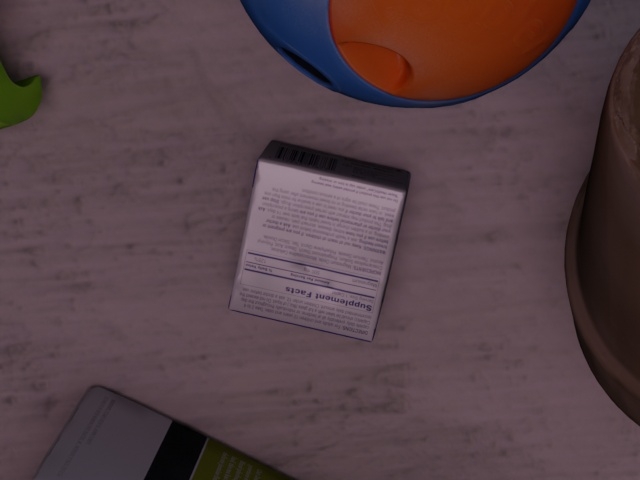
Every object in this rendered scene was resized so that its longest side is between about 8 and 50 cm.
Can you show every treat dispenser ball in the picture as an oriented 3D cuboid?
[{"bbox_3d":[0.069,-0.241,1.329,0.288,0.288,0.288,2,107,6],"label":"treat dispenser ball"}]

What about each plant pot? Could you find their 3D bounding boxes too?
[{"bbox_3d":[0.315,-0.032,1.293,0.323,0.280,0.323,-8,61,15],"label":"plant pot"}]

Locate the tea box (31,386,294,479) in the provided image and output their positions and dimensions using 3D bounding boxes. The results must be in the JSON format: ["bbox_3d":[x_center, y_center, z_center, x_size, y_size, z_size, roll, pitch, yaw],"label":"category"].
[{"bbox_3d":[-0.142,0.361,1.566,0.323,0.220,0.329,27,108,-1],"label":"tea box"}]

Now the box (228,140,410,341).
[{"bbox_3d":[0.000,0.000,1.519,0.126,0.072,0.137,13,107,2],"label":"box"}]

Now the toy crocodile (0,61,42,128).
[{"bbox_3d":[-0.352,-0.229,1.477,0.340,0.105,0.115,54,140,-5],"label":"toy crocodile"}]
